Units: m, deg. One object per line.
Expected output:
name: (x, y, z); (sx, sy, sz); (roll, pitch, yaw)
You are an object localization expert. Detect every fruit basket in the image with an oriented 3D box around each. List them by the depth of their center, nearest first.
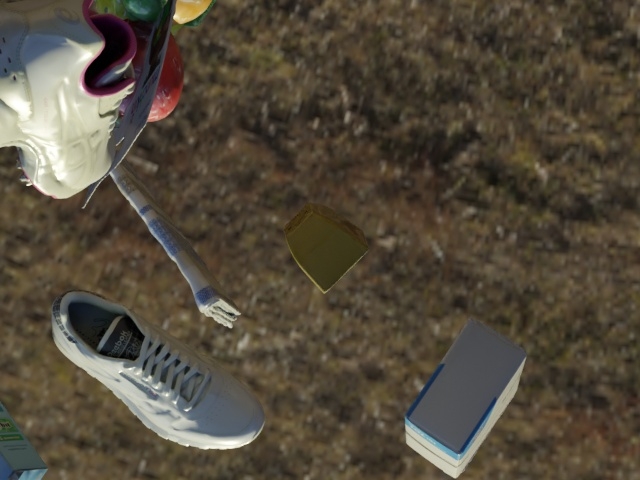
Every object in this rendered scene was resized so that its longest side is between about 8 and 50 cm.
fruit basket: (-0.204, -0.242, 1.728); (0.165, 0.353, 0.327); (21, 161, -14)

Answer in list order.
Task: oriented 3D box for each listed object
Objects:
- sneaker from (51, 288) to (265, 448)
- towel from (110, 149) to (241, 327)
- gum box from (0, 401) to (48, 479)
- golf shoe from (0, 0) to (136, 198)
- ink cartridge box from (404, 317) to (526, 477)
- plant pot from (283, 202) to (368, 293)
sneaker: (-0.159, 0.126, 1.514); (0.235, 0.090, 0.095); (29, 161, 0)
towel: (-0.205, -0.013, 2.003); (0.034, 0.209, 0.285); (-37, 81, -1)
gum box: (-0.314, 0.174, 1.256); (0.041, 0.184, 0.157); (5, 126, -54)
golf shoe: (-0.197, -0.114, 1.255); (0.140, 0.115, 0.306); (-20, 169, 5)
ink cartridge box: (0.165, 0.185, 1.804); (0.082, 0.139, 0.190); (33, 168, 11)
plant pot: (0.000, 0.000, 1.961); (0.083, 0.081, 0.081); (42, 100, -15)
